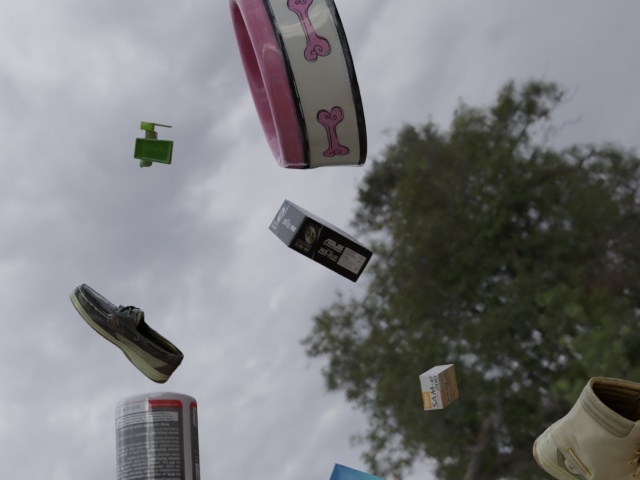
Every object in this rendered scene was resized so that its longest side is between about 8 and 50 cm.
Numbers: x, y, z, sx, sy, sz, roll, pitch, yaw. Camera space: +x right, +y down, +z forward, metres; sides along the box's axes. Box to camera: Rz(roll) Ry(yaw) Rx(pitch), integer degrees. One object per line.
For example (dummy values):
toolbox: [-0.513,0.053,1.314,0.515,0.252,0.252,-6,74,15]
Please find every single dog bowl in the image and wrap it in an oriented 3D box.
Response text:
dog bowl: [-0.050,-0.309,1.953,0.150,0.408,0.408,-17,-28,-7]

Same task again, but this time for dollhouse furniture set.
dollhouse furniture set: [-0.260,-0.150,1.752,0.152,0.058,0.076,-115,32,-84]

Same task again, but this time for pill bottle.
pill bottle: [-0.309,0.443,2.081,0.161,0.161,0.283,67,-164,-68]

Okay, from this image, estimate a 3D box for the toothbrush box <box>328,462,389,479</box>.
toothbrush box: [0.133,0.564,1.999,0.126,0.295,0.216,76,-148,-64]

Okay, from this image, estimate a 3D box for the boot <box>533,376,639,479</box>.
boot: [0.481,0.322,1.658,0.095,0.261,0.203,-57,-6,-46]

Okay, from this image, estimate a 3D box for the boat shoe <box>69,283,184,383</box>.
boat shoe: [-0.324,0.145,1.850,0.073,0.223,0.080,-45,4,12]

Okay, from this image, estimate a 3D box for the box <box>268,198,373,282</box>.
box: [0.000,0.000,2.314,0.078,0.180,0.147,-60,24,4]

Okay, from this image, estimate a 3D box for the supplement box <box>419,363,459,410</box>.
supplement box: [0.209,0.256,1.915,0.098,0.036,0.062,-12,-87,-66]
